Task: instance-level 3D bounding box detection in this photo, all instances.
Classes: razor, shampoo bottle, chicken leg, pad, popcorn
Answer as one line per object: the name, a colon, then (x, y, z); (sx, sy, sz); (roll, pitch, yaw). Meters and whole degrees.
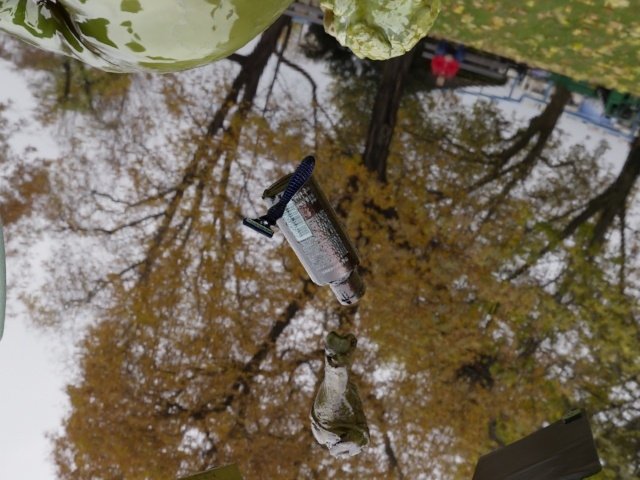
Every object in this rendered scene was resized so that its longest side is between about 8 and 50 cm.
razor: (-0.048, -0.060, 0.917); (0.044, 0.028, 0.155); (26, -126, 10)
shampoo bottle: (0.000, 0.000, 1.528); (0.129, 0.323, 0.084); (-32, -156, 2)
chicken leg: (0.039, 0.391, 1.611); (0.140, 0.361, 0.212); (-7, -131, 3)
pad: (0.172, 0.184, 0.563); (0.004, 0.116, 0.193); (61, -164, 9)
popcorn: (0.072, -0.272, 0.769); (0.135, 0.162, 0.141); (-38, -121, -10)

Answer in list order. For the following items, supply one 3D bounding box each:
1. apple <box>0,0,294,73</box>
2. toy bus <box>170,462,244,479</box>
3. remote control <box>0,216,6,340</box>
apple: (-0.170, -0.364, 0.520); (0.473, 0.474, 0.474); (14, -158, -6)
toy bus: (-0.198, 0.417, 1.047); (0.121, 0.123, 0.335); (63, -163, 19)
remote control: (-0.333, -0.038, 0.579); (0.056, 0.140, 0.296); (-9, -145, -38)
